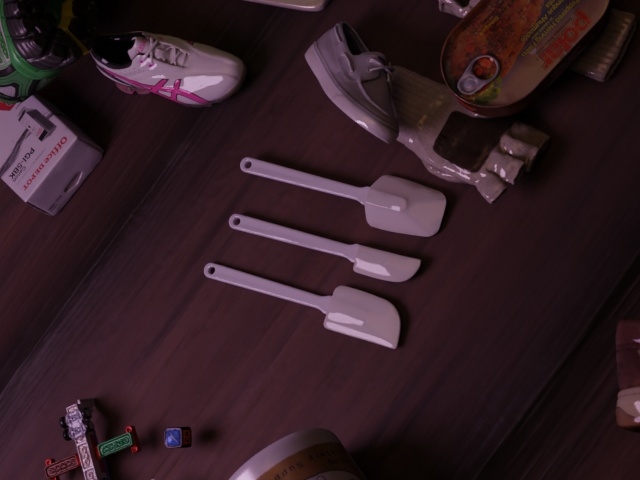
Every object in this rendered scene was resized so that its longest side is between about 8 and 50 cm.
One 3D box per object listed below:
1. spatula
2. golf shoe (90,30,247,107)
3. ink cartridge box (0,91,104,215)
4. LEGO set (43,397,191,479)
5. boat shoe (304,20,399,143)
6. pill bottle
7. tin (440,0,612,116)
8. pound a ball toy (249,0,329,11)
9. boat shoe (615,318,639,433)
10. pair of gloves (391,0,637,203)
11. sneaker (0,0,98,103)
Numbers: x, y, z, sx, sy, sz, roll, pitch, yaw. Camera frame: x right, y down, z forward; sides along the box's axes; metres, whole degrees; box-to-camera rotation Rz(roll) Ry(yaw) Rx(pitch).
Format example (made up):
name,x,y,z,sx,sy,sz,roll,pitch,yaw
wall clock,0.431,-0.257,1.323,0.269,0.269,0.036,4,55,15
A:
name,x,y,z,sx,sy,sz,roll,pitch,yaw
spatula,0.000,0.000,1.392,0.242,0.019,0.168,16,87,29
golf shoe,-0.172,-0.191,1.491,0.186,0.086,0.067,8,77,26
ink cartridge box,-0.330,-0.108,1.556,0.135,0.056,0.099,40,93,30
LEGO set,-0.220,0.280,1.404,0.182,0.060,0.244,27,95,24
boat shoe,0.043,-0.164,1.371,0.063,0.066,0.184,-50,32,16
pill bottle,0.018,0.295,1.225,0.131,0.131,0.229,-42,62,9
tin,0.199,-0.200,1.303,0.189,0.040,0.106,-46,62,-2
pound a ball toy,-0.110,-0.358,1.442,0.319,0.208,0.135,14,81,29
boat shoe,0.408,0.085,1.114,0.342,0.123,0.123,-11,71,29
pair of gloves,0.171,-0.172,1.347,0.204,0.042,0.240,38,92,30
sneaker,-0.334,-0.304,1.550,0.146,0.134,0.343,-34,38,35
